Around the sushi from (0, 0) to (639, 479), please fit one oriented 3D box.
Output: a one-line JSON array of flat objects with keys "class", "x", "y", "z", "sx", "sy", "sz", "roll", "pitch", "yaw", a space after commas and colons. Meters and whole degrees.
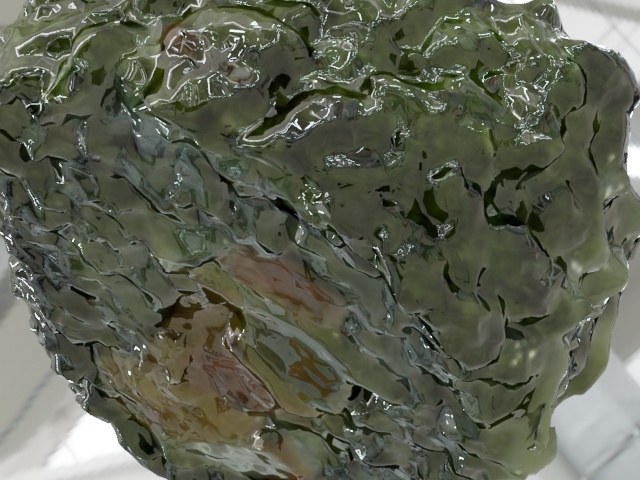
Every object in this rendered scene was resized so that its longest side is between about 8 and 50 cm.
[{"class": "sushi", "x": 0.000, "y": 0.000, "z": 0.805, "sx": 0.178, "sy": 0.294, "sz": 0.352, "roll": -57, "pitch": -16, "yaw": -29}]
